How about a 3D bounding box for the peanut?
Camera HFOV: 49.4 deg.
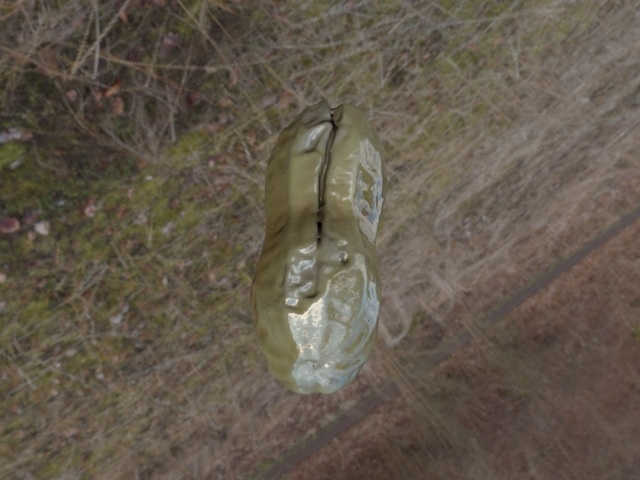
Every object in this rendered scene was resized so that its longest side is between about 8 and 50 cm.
[{"bbox_3d":[0.000,0.000,0.670,0.130,0.290,0.130,3,161,1],"label":"peanut"}]
